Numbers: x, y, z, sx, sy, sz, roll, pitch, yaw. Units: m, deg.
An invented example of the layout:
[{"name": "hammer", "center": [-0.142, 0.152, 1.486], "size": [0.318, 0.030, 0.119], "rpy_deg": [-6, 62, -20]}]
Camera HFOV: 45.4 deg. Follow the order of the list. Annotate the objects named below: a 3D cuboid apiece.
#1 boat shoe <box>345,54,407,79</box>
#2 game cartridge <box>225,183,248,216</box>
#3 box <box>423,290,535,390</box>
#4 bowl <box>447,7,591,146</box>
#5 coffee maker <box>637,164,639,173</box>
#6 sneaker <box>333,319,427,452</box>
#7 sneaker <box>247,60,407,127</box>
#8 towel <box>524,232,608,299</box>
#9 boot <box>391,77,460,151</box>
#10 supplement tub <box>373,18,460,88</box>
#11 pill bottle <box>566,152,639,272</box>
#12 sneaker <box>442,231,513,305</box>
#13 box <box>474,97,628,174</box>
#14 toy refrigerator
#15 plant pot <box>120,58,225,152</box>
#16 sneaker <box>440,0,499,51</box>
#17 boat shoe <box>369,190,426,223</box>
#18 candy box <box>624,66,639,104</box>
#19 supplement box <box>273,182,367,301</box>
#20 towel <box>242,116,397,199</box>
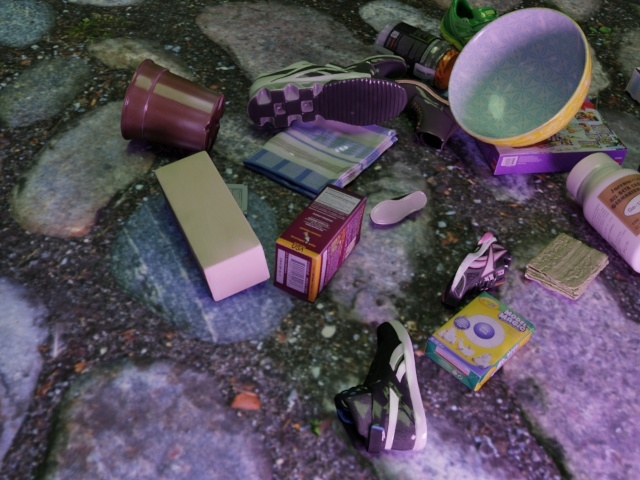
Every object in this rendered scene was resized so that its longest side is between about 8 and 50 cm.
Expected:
[{"name": "boat shoe", "center": [0.092, -0.359, 1.722], "size": [0.233, 0.084, 0.079], "rpy_deg": [-15, 32, -11]}, {"name": "game cartridge", "center": [-0.164, -0.076, 1.433], "size": [0.056, 0.017, 0.083], "rpy_deg": [5, 42, -8]}, {"name": "box", "center": [0.262, 0.152, 1.225], "size": [0.105, 0.043, 0.179], "rpy_deg": [36, 48, 27]}, {"name": "bowl", "center": [0.422, -0.304, 1.551], "size": [0.156, 0.289, 0.289], "rpy_deg": [28, 20, -48]}, {"name": "coffee maker", "center": [0.731, -0.171, 1.608], "size": [0.171, 0.120, 0.178], "rpy_deg": [10, 35, 39]}, {"name": "sneaker", "center": [0.076, 0.203, 1.113], "size": [0.121, 0.079, 0.217], "rpy_deg": [0, 44, -10]}, {"name": "sneaker", "center": [0.014, -0.323, 1.600], "size": [0.330, 0.122, 0.146], "rpy_deg": [0, 44, -3]}, {"name": "towel", "center": [0.443, 0.045, 1.378], "size": [0.110, 0.027, 0.148], "rpy_deg": [32, 49, 26]}, {"name": "boot", "center": [0.208, -0.276, 1.667], "size": [0.197, 0.077, 0.137], "rpy_deg": [23, 49, 18]}, {"name": "supplement tub", "center": [0.229, -0.437, 1.809], "size": [0.190, 0.117, 0.117], "rpy_deg": [32, 48, 25]}, {"name": "pill bottle", "center": [0.570, -0.059, 1.433], "size": [0.131, 0.131, 0.229], "rpy_deg": [-12, 45, -20]}, {"name": "sneaker", "center": [0.279, 0.056, 1.315], "size": [0.077, 0.072, 0.178], "rpy_deg": [35, 54, 13]}, {"name": "box", "center": [0.484, -0.230, 1.661], "size": [0.293, 0.057, 0.201], "rpy_deg": [-3, 44, -11]}, {"name": "toy refrigerator", "center": [-0.189, -0.028, 1.317], "size": [0.102, 0.094, 0.269], "rpy_deg": [-24, 49, -13]}, {"name": "plant pot", "center": [-0.286, -0.254, 1.515], "size": [0.165, 0.167, 0.167], "rpy_deg": [19, 43, 1]}, {"name": "sneaker", "center": [0.407, -0.515, 1.914], "size": [0.109, 0.124, 0.295], "rpy_deg": [-21, 50, -28]}, {"name": "boat shoe", "center": [0.142, -0.061, 1.443], "size": [0.125, 0.038, 0.046], "rpy_deg": [-26, 93, -24]}, {"name": "candy box", "center": [0.859, -0.340, 1.825], "size": [0.164, 0.070, 0.196], "rpy_deg": [-9, 45, -17]}, {"name": "supplement box", "center": [0.000, 0.000, 1.307], "size": [0.080, 0.104, 0.188], "rpy_deg": [23, 44, 17]}, {"name": "towel", "center": [0.005, -0.191, 1.570], "size": [0.209, 0.034, 0.285], "rpy_deg": [27, 46, 21]}]
